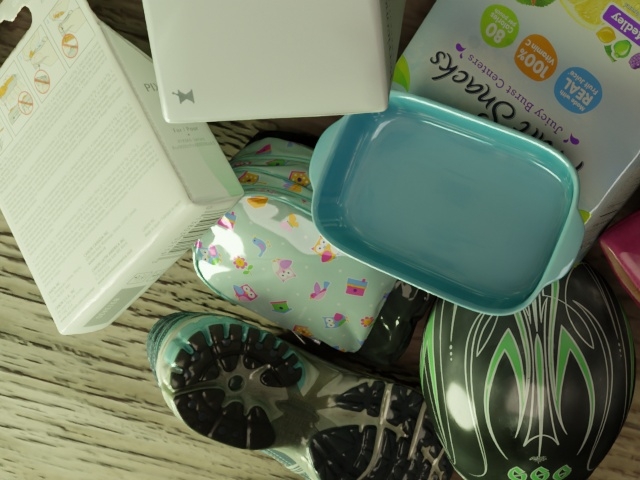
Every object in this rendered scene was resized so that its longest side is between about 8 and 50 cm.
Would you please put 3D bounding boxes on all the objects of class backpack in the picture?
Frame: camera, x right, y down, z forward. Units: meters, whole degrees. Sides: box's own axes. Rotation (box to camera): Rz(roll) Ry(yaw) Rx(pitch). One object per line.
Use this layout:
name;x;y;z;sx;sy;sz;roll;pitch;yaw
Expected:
backpack;0.000;0.000;0.937;0.182;0.115;0.152;26;118;0

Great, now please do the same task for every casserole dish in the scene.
casserole dish;0.081;-0.025;0.831;0.188;0.037;0.114;23;95;25

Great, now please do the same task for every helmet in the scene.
helmet;0.148;0.086;0.932;0.169;0.169;0.161;3;128;8

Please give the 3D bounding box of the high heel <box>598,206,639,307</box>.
high heel;0.284;0.144;0.930;0.181;0.127;0.377;-10;101;-15

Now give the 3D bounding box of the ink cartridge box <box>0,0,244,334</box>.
ink cartridge box;-0.169;-0.073;0.923;0.181;0.056;0.224;-41;69;37

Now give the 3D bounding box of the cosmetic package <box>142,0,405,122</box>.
cosmetic package;-0.025;-0.218;0.770;0.138;0.224;0.224;-2;121;10

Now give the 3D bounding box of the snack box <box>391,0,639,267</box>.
snack box;0.151;-0.108;0.853;0.174;0.070;0.207;42;117;20

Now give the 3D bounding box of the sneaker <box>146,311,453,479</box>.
sneaker;-0.013;0.127;1.012;0.283;0.122;0.110;35;86;-28
